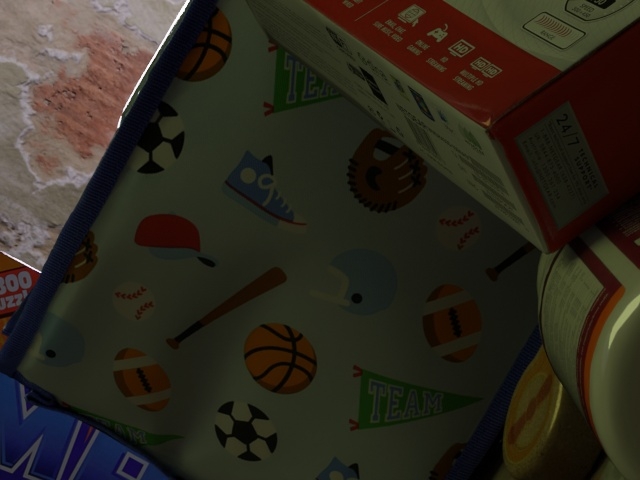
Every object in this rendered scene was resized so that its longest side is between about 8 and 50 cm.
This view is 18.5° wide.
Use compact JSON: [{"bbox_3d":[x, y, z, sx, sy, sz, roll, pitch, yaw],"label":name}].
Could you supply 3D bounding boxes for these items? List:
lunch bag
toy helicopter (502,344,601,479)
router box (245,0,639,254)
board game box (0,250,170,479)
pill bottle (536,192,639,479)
[{"bbox_3d":[0.000,0.000,1.333,0.385,0.328,0.239,-61,3,8],"label":"lunch bag"},{"bbox_3d":[0.188,-0.021,1.099,0.235,0.140,0.355,-142,71,-73],"label":"toy helicopter"},{"bbox_3d":[0.140,-0.168,1.027,0.301,0.082,0.335,-36,34,-8],"label":"router box"},{"bbox_3d":[-0.236,0.263,1.769,0.356,0.356,0.356,-62,8,-11],"label":"board game box"},{"bbox_3d":[0.165,0.041,0.899,0.121,0.121,0.221,-60,7,8],"label":"pill bottle"}]
